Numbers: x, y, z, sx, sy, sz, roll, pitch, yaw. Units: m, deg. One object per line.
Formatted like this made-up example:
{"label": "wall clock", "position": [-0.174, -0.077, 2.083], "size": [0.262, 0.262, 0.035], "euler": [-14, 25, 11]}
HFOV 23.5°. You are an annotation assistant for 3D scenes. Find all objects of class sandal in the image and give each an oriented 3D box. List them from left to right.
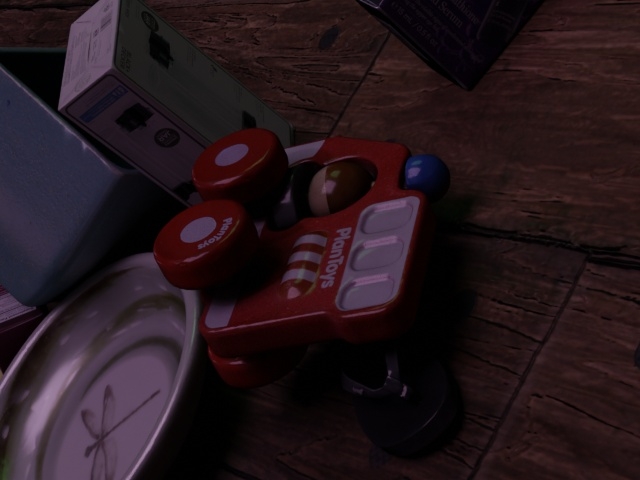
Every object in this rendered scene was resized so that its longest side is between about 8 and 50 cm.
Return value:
{"label": "sandal", "position": [0.051, 0.116, 1.449], "size": [0.097, 0.054, 0.254], "euler": [-49, 31, 7]}

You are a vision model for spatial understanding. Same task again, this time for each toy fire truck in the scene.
{"label": "toy fire truck", "position": [0.000, 0.000, 1.509], "size": [0.254, 0.169, 0.302], "euler": [-9, 35, 23]}

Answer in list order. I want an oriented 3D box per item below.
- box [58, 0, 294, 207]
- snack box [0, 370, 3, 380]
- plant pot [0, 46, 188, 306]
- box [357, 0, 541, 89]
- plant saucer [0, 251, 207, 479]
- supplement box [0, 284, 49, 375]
{"label": "box", "position": [-0.156, -0.139, 1.758], "size": [0.087, 0.290, 0.169], "euler": [-35, 36, 26]}
{"label": "snack box", "position": [-0.474, 0.186, 2.012], "size": [0.187, 0.060, 0.322], "euler": [-15, 41, 10]}
{"label": "plant pot", "position": [-0.308, -0.063, 1.880], "size": [0.248, 0.247, 0.252], "euler": [41, 114, 18]}
{"label": "box", "position": [0.152, -0.293, 1.636], "size": [0.207, 0.153, 0.108], "euler": [-51, 31, 4]}
{"label": "plant saucer", "position": [-0.243, 0.205, 1.710], "size": [0.400, 0.100, 0.400], "euler": [-34, 36, 29]}
{"label": "supplement box", "position": [-0.393, 0.086, 1.960], "size": [0.081, 0.104, 0.188], "euler": [-23, 42, -8]}
